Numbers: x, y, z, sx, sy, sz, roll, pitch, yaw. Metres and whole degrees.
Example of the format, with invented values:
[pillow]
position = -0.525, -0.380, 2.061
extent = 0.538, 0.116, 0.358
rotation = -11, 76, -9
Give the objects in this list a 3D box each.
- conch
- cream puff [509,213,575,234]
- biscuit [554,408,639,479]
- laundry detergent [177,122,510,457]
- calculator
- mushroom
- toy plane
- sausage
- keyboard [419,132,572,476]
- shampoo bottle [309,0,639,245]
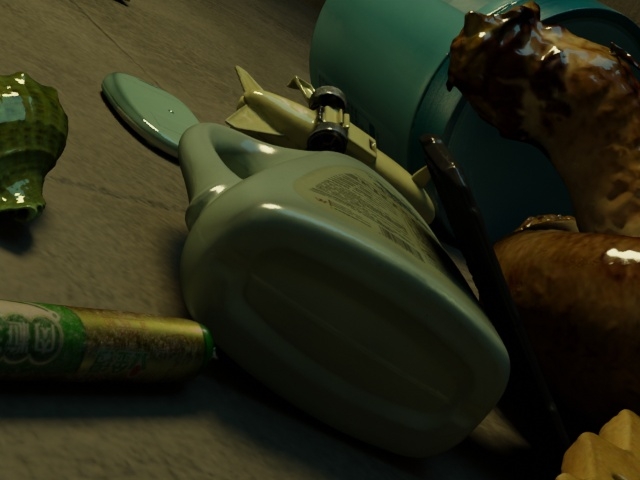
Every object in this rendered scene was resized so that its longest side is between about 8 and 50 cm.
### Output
[conch]
position = -0.182, -0.052, 0.504
extent = 0.089, 0.074, 0.121
rotation = -6, 50, -18
[cream puff]
position = 0.286, 0.032, 1.082
extent = 0.150, 0.115, 0.165
rotation = 40, 14, 7
[biscuit]
position = 0.190, 0.180, 0.497
extent = 0.239, 0.041, 0.212
rotation = 12, 42, -44
[laundry detergent]
position = 0.000, 0.000, 0.599
extent = 0.215, 0.105, 0.280
rotation = 33, 16, -20
[calculator]
position = -0.144, -0.111, 0.815
extent = 0.095, 0.021, 0.153
rotation = 21, 22, -40
[mushroom]
position = 0.277, 0.005, 0.765
extent = 0.334, 0.356, 0.331
rotation = 3, -15, 22
[toy plane]
position = 0.018, -0.085, 0.946
extent = 0.256, 0.104, 0.242
rotation = 22, 32, -16
[sausage]
position = -0.132, 0.037, 0.353
extent = 0.033, 0.033, 0.269
rotation = 44, 18, 34
[keyboard]
position = 0.120, 0.057, 0.587
extent = 0.106, 0.016, 0.262
rotation = -97, 163, -69
[shampoo bottle]
position = 0.197, -0.203, 1.224
extent = 0.331, 0.331, 0.342
rotation = 21, 18, -39
